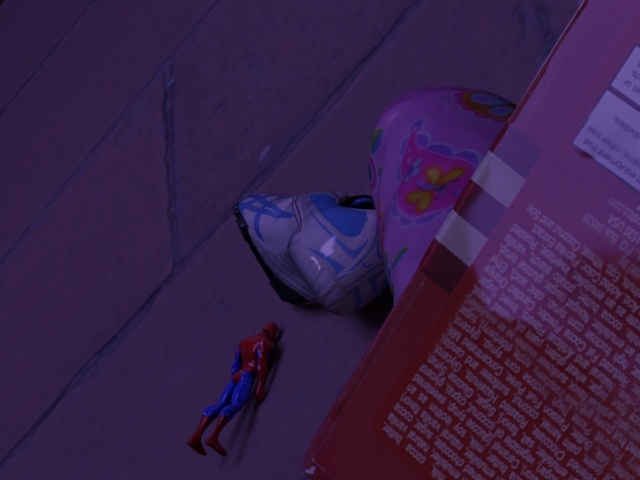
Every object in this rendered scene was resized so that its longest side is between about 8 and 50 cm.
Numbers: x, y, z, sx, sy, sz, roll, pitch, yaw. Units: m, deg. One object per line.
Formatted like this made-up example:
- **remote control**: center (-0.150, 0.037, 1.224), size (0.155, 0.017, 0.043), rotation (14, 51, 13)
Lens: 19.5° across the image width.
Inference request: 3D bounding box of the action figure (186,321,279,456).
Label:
- **action figure**: center (-0.059, 0.108, 1.379), size (0.038, 0.030, 0.115), rotation (-11, 46, 51)

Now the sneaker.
- **sneaker**: center (0.000, 0.000, 1.356), size (0.086, 0.085, 0.237), rotation (-33, 18, -12)

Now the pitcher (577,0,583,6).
- **pitcher**: center (0.243, -0.155, 0.854), size (0.177, 0.125, 0.207), rotation (-37, 13, -37)

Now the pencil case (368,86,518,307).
- **pencil case**: center (0.097, 0.018, 1.103), size (0.124, 0.124, 0.284), rotation (-47, 25, 21)

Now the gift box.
- **gift box**: center (0.201, 0.046, 0.638), size (0.255, 0.258, 0.276), rotation (44, 107, 28)
